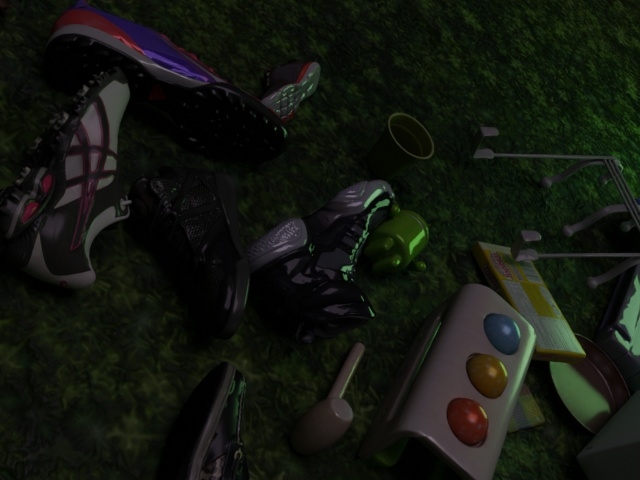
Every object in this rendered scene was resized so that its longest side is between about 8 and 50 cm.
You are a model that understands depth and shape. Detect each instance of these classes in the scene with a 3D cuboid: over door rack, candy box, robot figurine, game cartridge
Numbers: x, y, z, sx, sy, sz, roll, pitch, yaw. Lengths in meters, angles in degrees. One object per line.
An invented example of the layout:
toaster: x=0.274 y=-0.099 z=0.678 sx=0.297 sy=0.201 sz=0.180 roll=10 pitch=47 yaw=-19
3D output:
over door rack: x=0.397 y=-0.047 z=1.426 sx=0.324 sy=0.108 sz=0.240 roll=8 pitch=49 yaw=-27
candy box: x=0.303 y=0.089 z=1.278 sx=0.105 sy=0.027 sz=0.206 roll=8 pitch=43 yaw=-31
robot figurine: x=0.104 y=0.000 z=1.179 sx=0.115 sy=0.067 sz=0.101 roll=-39 pitch=104 yaw=-50
game cartridge: x=0.584 y=0.156 z=1.463 sx=0.230 sy=0.068 sz=0.355 roll=49 pitch=41 yaw=-3

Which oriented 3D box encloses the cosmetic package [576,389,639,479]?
cosmetic package: x=0.493 y=0.326 z=1.168 sx=0.224 sy=0.138 sz=0.225 roll=-24 pitch=83 yaw=-47

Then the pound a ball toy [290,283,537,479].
pound a ball toy: x=0.130 y=0.167 z=1.019 sx=0.208 sy=0.136 sz=0.319 roll=42 pitch=41 yaw=-4

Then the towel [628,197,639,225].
towel: x=0.690 y=0.015 z=1.622 sx=0.243 sy=0.040 sz=0.336 roll=54 pitch=28 yaw=18

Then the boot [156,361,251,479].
boot: x=-0.065 y=0.252 z=0.831 sx=0.178 sy=0.085 sz=0.237 roll=29 pitch=50 yaw=-22

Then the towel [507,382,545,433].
towel: x=0.268 y=0.227 z=1.179 sx=0.083 sy=0.009 sz=0.060 roll=-5 pitch=63 yaw=-41

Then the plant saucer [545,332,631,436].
plant saucer: x=0.387 y=0.216 z=1.272 sx=0.168 sy=0.029 sz=0.169 roll=23 pitch=46 yaw=-26

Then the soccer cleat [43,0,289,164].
soccer cleat: x=-0.177 y=-0.199 z=1.082 sx=0.318 sy=0.109 sz=0.117 roll=22 pitch=43 yaw=-22

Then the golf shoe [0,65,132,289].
golf shoe: x=-0.255 y=-0.069 z=0.927 sx=0.120 sy=0.105 sz=0.273 roll=37 pitch=49 yaw=-23

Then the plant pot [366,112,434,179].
plant pot: x=0.110 y=-0.132 z=1.280 sx=0.083 sy=0.079 sz=0.083 roll=21 pitch=48 yaw=-25

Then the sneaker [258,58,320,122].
sneaker: x=-0.059 y=-0.215 z=1.239 sx=0.064 sy=0.061 sz=0.158 roll=24 pitch=38 yaw=15

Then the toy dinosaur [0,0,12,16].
toy dinosaur: x=-0.415 y=-0.362 z=1.058 sx=0.112 sy=0.064 sz=0.212 roll=23 pitch=53 yaw=-50

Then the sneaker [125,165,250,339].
sneaker: x=-0.150 y=0.006 z=0.955 sx=0.130 sy=0.087 sz=0.228 roll=11 pitch=49 yaw=-31

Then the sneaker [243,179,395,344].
sneaker: x=0.024 y=0.029 z=1.066 sx=0.268 sy=0.101 sz=0.153 roll=-29 pitch=87 yaw=-44
